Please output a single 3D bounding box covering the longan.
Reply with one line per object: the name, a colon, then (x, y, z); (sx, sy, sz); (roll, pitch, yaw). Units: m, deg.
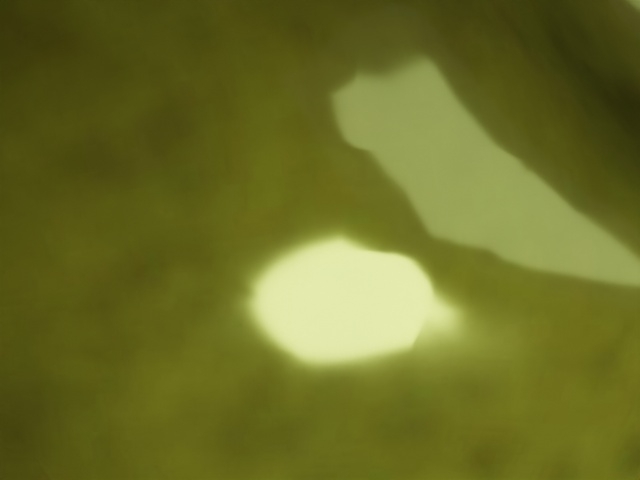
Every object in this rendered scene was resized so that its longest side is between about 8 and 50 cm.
longan: (0.000, 0.000, 0.549); (0.350, 0.288, 0.288); (19, 64, -49)
